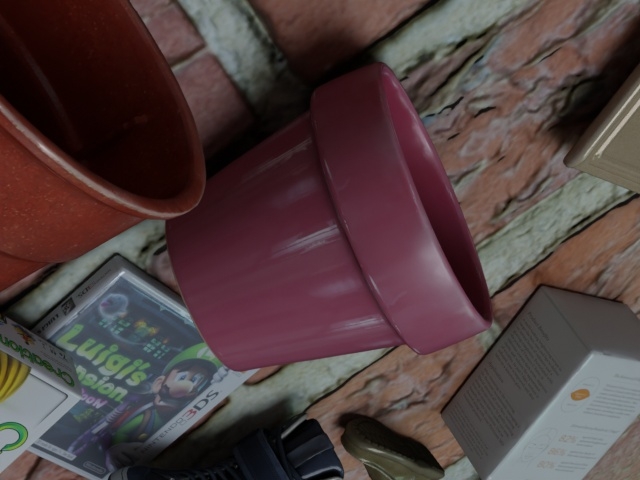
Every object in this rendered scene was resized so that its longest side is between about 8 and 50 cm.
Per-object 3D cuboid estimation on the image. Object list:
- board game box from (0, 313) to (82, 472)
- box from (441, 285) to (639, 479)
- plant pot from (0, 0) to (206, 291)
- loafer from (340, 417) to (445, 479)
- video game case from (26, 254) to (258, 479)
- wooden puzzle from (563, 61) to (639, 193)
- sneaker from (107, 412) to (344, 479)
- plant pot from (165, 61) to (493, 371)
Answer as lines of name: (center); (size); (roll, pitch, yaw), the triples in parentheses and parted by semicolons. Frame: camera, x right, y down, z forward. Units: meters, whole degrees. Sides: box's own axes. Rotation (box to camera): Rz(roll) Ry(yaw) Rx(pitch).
board game box: (-0.342, 0.151, 0.977); (0.305, 0.053, 0.193); (-42, 131, 11)
box: (0.221, 0.141, 1.308); (0.130, 0.091, 0.170); (13, 122, -39)
plant pot: (-0.247, -0.054, 0.719); (0.265, 0.272, 0.272); (-34, 140, 15)
loafer: (0.063, 0.207, 1.300); (0.050, 0.056, 0.148); (-49, 137, 8)
video game case: (-0.159, 0.110, 1.092); (0.173, 0.022, 0.190); (-41, 138, 9)
wooden puzzle: (0.327, -0.129, 1.157); (0.238, 0.044, 0.221); (13, 122, -45)
sneaker: (-0.071, 0.198, 1.153); (0.163, 0.086, 0.226); (-28, 162, 6)
plant pot: (0.000, 0.000, 0.973); (0.180, 0.201, 0.201); (-22, 141, 12)
